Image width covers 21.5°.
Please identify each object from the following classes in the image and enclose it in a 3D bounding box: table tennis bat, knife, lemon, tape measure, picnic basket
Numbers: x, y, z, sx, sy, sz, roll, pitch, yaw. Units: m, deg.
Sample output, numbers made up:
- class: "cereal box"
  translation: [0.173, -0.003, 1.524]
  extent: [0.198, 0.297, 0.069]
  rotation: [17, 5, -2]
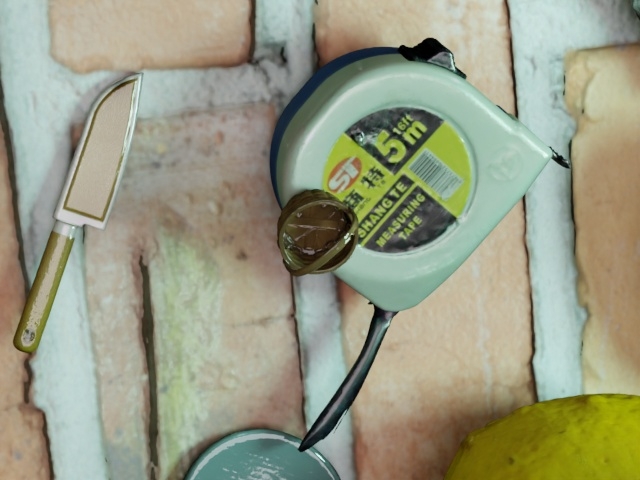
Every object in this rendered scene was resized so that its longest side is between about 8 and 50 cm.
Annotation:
- class: "table tennis bat"
  translation: [-0.018, 0.261, 1.521]
  extent: [0.237, 0.038, 0.149]
  rotation: [28, 92, -13]
- class: "knife"
  translation: [-0.201, -0.024, 1.420]
  extent: [0.046, 0.022, 0.256]
  rotation: [20, 92, -10]
- class: "lemon"
  translation: [0.236, 0.259, 1.472]
  extent: [0.284, 0.260, 0.260]
  rotation: [-28, 108, -34]
- class: "tape measure"
  translation: [0.024, -0.006, 1.448]
  extent: [0.215, 0.098, 0.351]
  rotation: [38, 96, -20]
- class: "picnic basket"
  translation: [0.000, 0.000, 1.352]
  extent: [0.072, 0.083, 0.072]
  rotation: [-3, 109, -8]

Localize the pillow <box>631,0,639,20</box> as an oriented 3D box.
- class: "pillow"
  translation: [0.433, -0.186, 1.511]
  extent: [0.335, 0.092, 0.161]
  rotation: [9, 90, -15]
